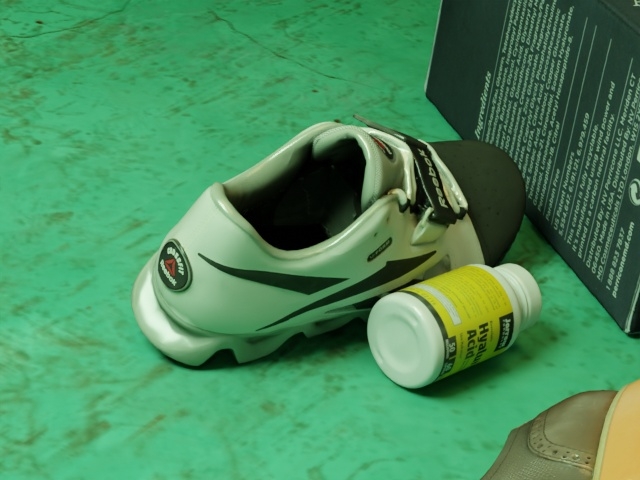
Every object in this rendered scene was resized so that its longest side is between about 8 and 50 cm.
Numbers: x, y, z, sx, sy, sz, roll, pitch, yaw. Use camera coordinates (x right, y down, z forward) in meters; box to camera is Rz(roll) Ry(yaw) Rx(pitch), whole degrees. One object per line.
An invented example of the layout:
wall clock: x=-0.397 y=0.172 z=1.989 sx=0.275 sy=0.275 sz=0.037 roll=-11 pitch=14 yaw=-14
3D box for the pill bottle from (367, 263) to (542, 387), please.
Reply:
pill bottle: x=0.093 y=0.052 z=1.161 sx=0.116 sy=0.065 sz=0.065 roll=-19 pitch=40 yaw=-40

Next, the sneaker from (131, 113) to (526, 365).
sneaker: x=0.038 y=-0.021 z=1.169 sx=0.330 sy=0.146 sz=0.122 roll=-22 pitch=64 yaw=-39

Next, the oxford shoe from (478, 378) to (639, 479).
oxford shoe: x=0.105 y=0.209 z=0.876 sx=0.132 sy=0.130 sz=0.364 roll=-12 pitch=24 yaw=33

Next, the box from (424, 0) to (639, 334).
box: x=0.301 y=-0.124 z=1.384 sx=0.293 sy=0.212 sz=0.395 roll=-4 pitch=31 yaw=-21
